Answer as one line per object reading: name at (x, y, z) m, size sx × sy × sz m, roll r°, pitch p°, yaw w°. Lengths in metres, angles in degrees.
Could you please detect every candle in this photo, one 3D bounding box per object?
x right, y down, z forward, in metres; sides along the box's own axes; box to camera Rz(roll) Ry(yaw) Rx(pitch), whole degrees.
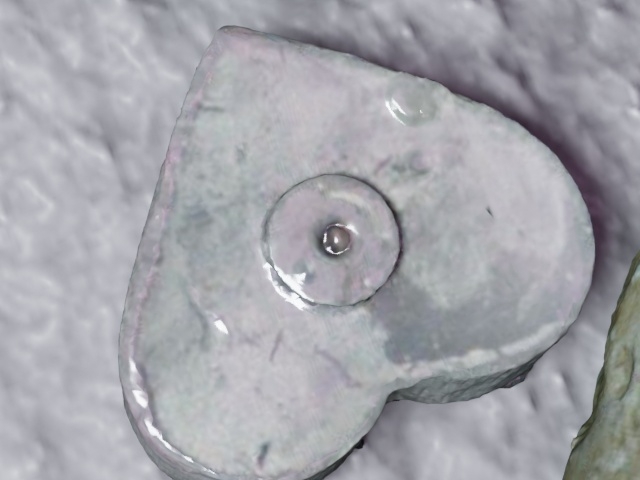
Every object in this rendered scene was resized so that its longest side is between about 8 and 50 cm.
candle at (0.000, 0.000, 0.600) m, size 0.192 × 0.068 × 0.169 m, roll -28°, pitch 82°, yaw -14°

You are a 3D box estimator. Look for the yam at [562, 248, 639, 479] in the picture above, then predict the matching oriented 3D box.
yam at (0.134, 0.120, 0.564) m, size 0.133 × 0.133 × 0.330 m, roll 16°, pitch 74°, yaw -3°
